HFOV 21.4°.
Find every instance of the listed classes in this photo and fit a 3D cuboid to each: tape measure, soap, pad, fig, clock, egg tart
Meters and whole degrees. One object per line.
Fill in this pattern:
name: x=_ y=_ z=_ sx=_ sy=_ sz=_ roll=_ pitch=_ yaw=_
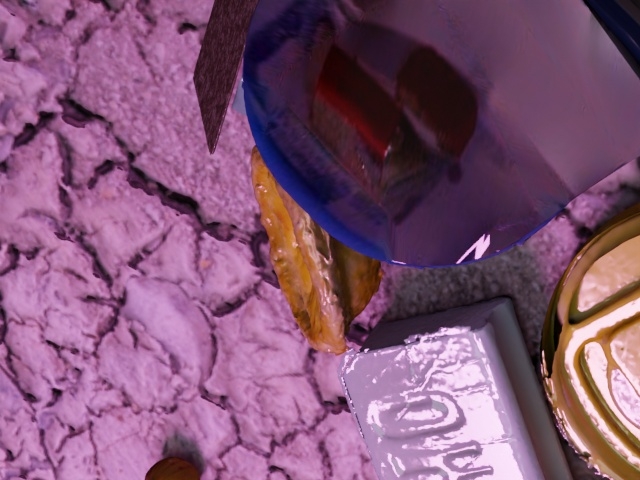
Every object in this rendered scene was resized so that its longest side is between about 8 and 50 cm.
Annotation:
tape measure: x=0.086 y=-0.113 z=1.156 sx=0.259 sy=0.138 sz=0.262 roll=46 pitch=121 yaw=4
soap: x=0.124 y=0.181 z=1.439 sx=0.150 sy=0.094 sz=0.261 roll=-15 pitch=105 yaw=23
pad: x=-0.062 y=-0.201 z=1.327 sx=0.003 sy=0.158 sz=0.235 roll=11 pitch=116 yaw=-16
fig: x=-0.143 y=0.224 z=1.556 sx=0.050 sy=0.083 sz=0.050 roll=-1 pitch=87 yaw=19
clock: x=0.321 y=0.087 z=1.345 sx=0.293 sy=0.071 sz=0.277 roll=-26 pitch=100 yaw=27
egg tart: x=0.000 y=0.000 z=1.389 sx=0.074 sy=0.191 sz=0.191 roll=-18 pitch=107 yaw=-13

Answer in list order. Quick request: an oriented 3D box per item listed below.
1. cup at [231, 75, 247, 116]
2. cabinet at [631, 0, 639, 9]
cup: x=0.065 y=-0.105 z=1.333 sx=0.236 sy=0.148 sz=0.134 roll=32 pitch=138 yaw=-2
cabinet: x=0.244 y=-0.197 z=1.216 sx=0.145 sy=0.150 sz=0.206 roll=26 pitch=118 yaw=14
